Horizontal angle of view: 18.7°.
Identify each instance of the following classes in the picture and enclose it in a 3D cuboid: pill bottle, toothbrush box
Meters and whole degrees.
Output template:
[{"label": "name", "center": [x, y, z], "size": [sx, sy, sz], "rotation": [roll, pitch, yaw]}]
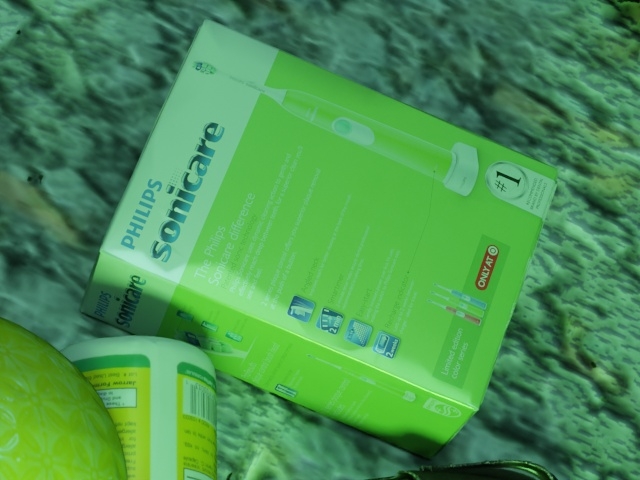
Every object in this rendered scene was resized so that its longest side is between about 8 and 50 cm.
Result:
[{"label": "pill bottle", "center": [-0.126, 0.178, 1.290], "size": [0.118, 0.117, 0.208], "rotation": [3, 66, -13]}, {"label": "toothbrush box", "center": [0.000, 0.000, 1.400], "size": [0.283, 0.122, 0.206], "rotation": [23, 63, -4]}]

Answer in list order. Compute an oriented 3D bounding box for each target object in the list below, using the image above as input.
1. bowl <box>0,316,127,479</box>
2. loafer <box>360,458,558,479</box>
[{"label": "bowl", "center": [-0.275, 0.154, 1.182], "size": [0.289, 0.156, 0.289], "rotation": [-5, 66, 10]}, {"label": "loafer", "center": [0.076, 0.197, 1.354], "size": [0.220, 0.078, 0.080], "rotation": [-10, 69, -18]}]
